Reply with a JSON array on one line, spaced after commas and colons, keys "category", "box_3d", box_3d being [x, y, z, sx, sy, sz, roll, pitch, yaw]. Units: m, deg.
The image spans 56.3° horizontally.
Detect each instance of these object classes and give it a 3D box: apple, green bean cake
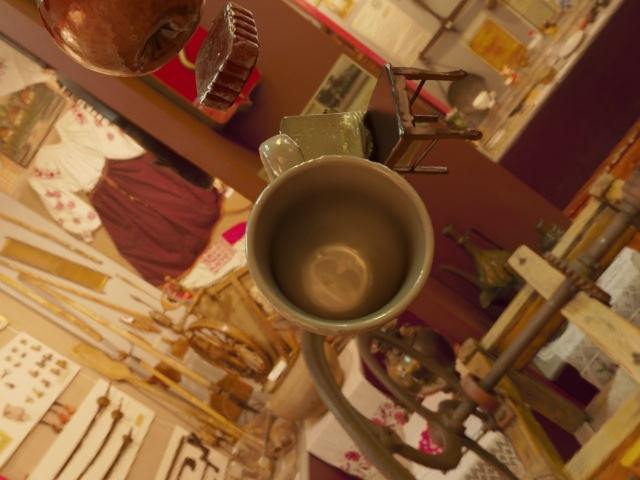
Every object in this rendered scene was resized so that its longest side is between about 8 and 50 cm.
[{"category": "apple", "box_3d": [-0.377, -0.481, 1.180, 0.345, 0.269, 0.344, -38, 17, 14]}, {"category": "green bean cake", "box_3d": [-0.147, -0.286, 0.943, 0.135, 0.057, 0.135, -48, 43, 37]}]

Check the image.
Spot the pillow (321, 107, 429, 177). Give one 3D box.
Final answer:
[{"category": "pillow", "box_3d": [0.066, -0.160, 1.343, 0.138, 0.284, 0.309, 57, 132, 37]}]

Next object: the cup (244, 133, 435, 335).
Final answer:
[{"category": "cup", "box_3d": [0.000, 0.000, 0.843, 0.228, 0.301, 0.257, -29, -12, -9]}]

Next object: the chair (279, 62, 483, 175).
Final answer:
[{"category": "chair", "box_3d": [0.099, -0.205, 1.078, 0.186, 0.320, 0.160, 120, 145, -65]}]
